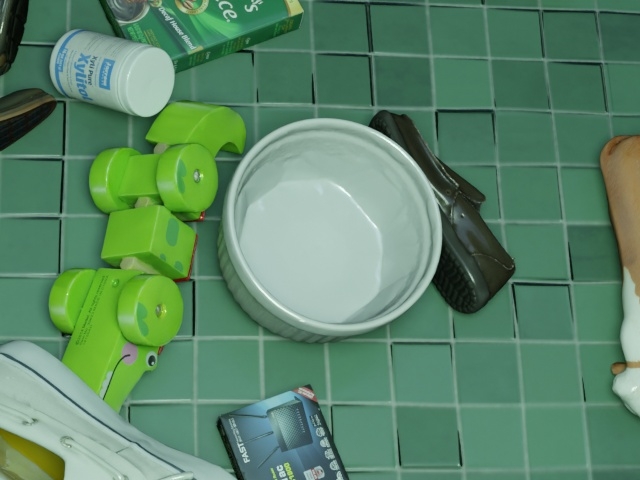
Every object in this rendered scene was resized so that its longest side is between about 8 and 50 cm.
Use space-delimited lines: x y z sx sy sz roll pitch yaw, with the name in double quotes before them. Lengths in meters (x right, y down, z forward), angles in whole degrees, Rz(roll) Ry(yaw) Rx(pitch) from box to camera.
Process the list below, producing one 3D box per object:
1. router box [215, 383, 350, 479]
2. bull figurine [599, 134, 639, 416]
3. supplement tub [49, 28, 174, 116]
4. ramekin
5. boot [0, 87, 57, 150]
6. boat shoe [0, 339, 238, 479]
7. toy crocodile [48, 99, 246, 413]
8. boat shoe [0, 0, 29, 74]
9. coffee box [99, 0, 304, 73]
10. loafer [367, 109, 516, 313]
"router box" -0.031 0.203 1.388 0.092 0.038 0.122 -19 72 -15
"bull figurine" 0.362 0.034 1.486 0.188 0.101 0.310 0 70 -13
"supplement tub" -0.203 -0.163 1.470 0.107 0.071 0.071 16 62 34
"ramekin" 0.000 0.000 1.425 0.207 0.109 0.207 6 69 -15
"boot" -0.368 -0.123 1.445 0.219 0.082 0.106 -25 77 -15
"boat shoe" -0.192 0.222 1.252 0.367 0.136 0.156 35 38 20
"toy crocodile" -0.161 0.013 1.416 0.115 0.105 0.340 -2 62 35
"boat shoe" -0.335 -0.320 1.510 0.120 0.122 0.324 10 66 -1
"coffee box" -0.122 -0.240 1.552 0.184 0.040 0.113 -21 73 -16
"loafer" 0.117 -0.033 1.494 0.078 0.080 0.220 -23 79 -30
